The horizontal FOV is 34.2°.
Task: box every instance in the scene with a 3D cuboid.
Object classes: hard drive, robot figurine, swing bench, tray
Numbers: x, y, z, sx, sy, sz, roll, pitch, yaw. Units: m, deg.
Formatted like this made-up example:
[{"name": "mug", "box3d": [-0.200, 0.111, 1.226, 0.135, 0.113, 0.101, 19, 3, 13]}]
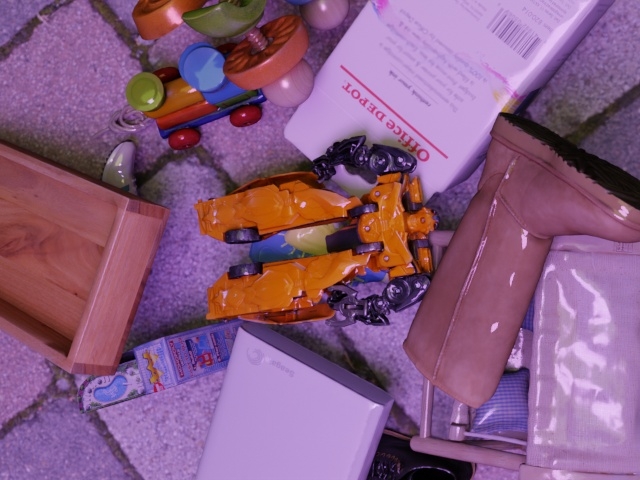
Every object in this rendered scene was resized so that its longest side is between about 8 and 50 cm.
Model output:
[{"name": "hard drive", "box3d": [-0.049, 0.276, 1.238, 0.203, 0.040, 0.307, 26, 111, 24]}, {"name": "robot figurine", "box3d": [0.000, 0.000, 1.176, 0.291, 0.085, 0.211, -10, 83, 23]}, {"name": "swing bench", "box3d": [0.240, 0.119, 1.107, 0.165, 0.255, 0.253, 5, 88, -31]}, {"name": "tray", "box3d": [-0.369, -0.005, 1.280, 0.411, 0.076, 0.202, 22, 94, 38]}]

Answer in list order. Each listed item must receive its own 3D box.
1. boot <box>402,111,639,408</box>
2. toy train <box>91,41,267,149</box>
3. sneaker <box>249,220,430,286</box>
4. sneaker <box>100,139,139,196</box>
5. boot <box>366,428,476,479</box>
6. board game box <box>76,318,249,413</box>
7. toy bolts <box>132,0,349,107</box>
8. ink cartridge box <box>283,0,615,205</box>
[{"name": "boot", "box3d": [0.192, 0.041, 0.983, 0.089, 0.236, 0.269, 11, 110, -25]}, {"name": "toy train", "box3d": [-0.202, -0.170, 1.288, 0.248, 0.143, 0.105, -19, 84, 12]}, {"name": "sneaker", "box3d": [0.015, 0.030, 1.271, 0.240, 0.091, 0.126, 28, 106, 21]}, {"name": "sneaker", "box3d": [-0.248, -0.047, 1.343, 0.075, 0.057, 0.161, 19, 99, 6]}, {"name": "boot", "box3d": [0.077, 0.265, 1.218, 0.198, 0.137, 0.076, -5, 87, 13]}, {"name": "board game box", "box3d": [-0.191, 0.149, 1.253, 0.194, 0.194, 0.060, -18, 85, 11]}, {"name": "toy bolts", "box3d": [-0.071, -0.258, 1.184, 0.218, 0.158, 0.228, 3, 50, 47]}, {"name": "ink cartridge box", "box3d": [0.140, -0.201, 1.198, 0.207, 0.119, 0.353, 43, 114, 11]}]
